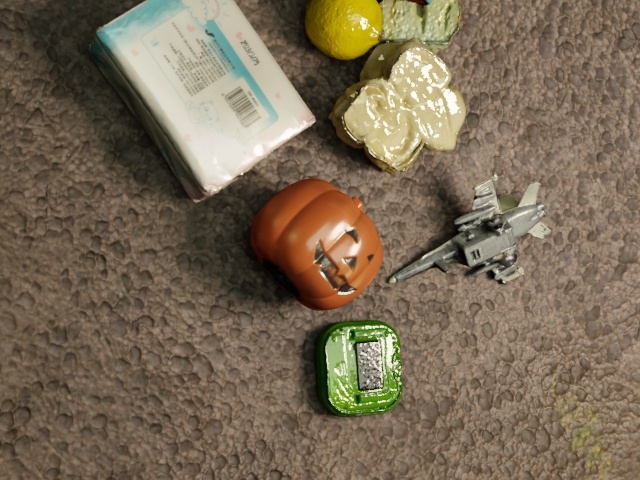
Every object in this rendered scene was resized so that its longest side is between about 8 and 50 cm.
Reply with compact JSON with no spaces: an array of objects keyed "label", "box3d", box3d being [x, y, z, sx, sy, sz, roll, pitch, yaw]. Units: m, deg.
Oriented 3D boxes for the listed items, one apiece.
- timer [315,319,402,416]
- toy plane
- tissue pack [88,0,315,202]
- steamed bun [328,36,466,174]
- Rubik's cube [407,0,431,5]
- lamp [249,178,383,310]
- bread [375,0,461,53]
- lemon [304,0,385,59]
[{"label":"timer","box3d":[0.058,0.186,1.664,0.128,0.047,0.140,-2,87,-18]},{"label":"toy plane","box3d":[0.226,0.010,1.707,0.262,0.088,0.192,-31,123,-13]},{"label":"tissue pack","box3d":[-0.166,-0.216,1.579,0.201,0.124,0.271,-36,96,-15]},{"label":"steamed bun","box3d":[0.116,-0.192,1.677,0.192,0.106,0.177,39,90,-24]},{"label":"Rubik's cube","box3d":[0.085,-0.437,1.612,0.155,0.154,0.151,15,87,24]},{"label":"lamp","box3d":[0.000,0.000,1.587,0.187,0.187,0.164,46,75,-10]},{"label":"bread","box3d":[0.157,-0.387,1.705,0.128,0.088,0.232,8,86,14]},{"label":"lemon","box3d":[0.035,-0.317,1.649,0.133,0.109,0.109,30,77,20]}]
